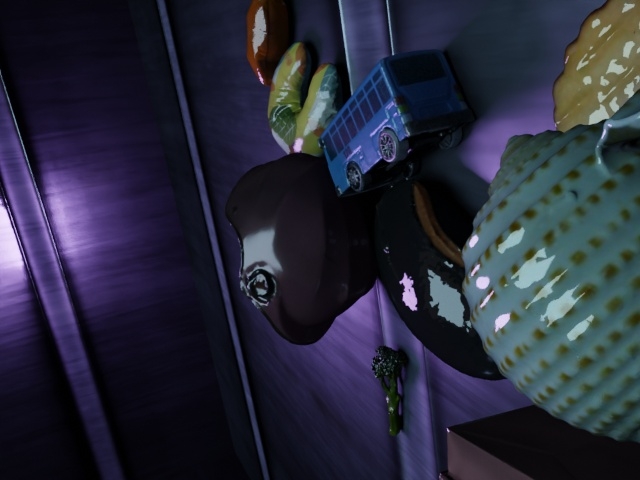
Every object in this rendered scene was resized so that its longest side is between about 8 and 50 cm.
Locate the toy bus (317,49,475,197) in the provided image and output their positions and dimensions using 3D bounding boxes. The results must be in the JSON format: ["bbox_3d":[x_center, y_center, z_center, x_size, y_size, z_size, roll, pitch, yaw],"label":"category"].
[{"bbox_3d":[0.093,-0.157,0.747,0.134,0.116,0.234,68,155,7],"label":"toy bus"}]

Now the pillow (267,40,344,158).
[{"bbox_3d":[-0.032,-0.261,1.008,0.233,0.086,0.214,54,139,42],"label":"pillow"}]

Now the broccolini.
[{"bbox_3d":[0.136,0.306,1.020,0.058,0.067,0.216,-67,-25,-63],"label":"broccolini"}]

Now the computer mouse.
[{"bbox_3d":[0.162,0.052,0.733,0.323,0.116,0.183,56,147,35],"label":"computer mouse"}]

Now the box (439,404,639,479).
[{"bbox_3d":[0.264,0.236,0.504,0.215,0.215,0.086,-174,79,-66],"label":"box"}]

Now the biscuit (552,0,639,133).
[{"bbox_3d":[0.265,-0.139,0.447,0.118,0.061,0.183,54,147,42],"label":"biscuit"}]

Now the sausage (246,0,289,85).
[{"bbox_3d":[-0.106,-0.409,1.057,0.089,0.089,0.179,47,140,46],"label":"sausage"}]

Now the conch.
[{"bbox_3d":[0.270,0.019,0.343,0.319,0.215,0.303,34,129,-4],"label":"conch"}]

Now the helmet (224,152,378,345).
[{"bbox_3d":[0.000,0.000,0.912,0.197,0.271,0.339,-23,84,36],"label":"helmet"}]
